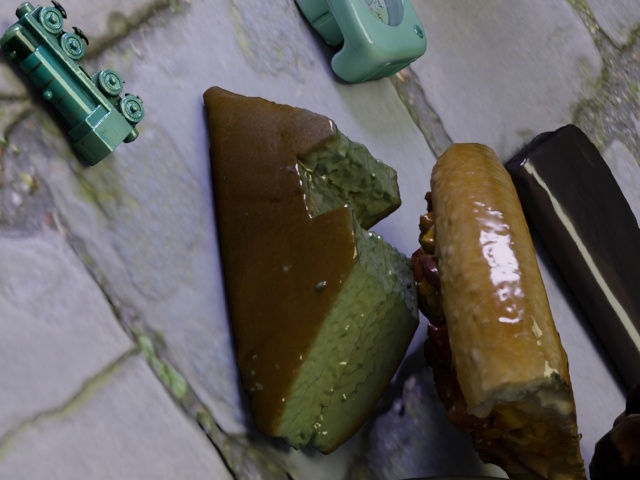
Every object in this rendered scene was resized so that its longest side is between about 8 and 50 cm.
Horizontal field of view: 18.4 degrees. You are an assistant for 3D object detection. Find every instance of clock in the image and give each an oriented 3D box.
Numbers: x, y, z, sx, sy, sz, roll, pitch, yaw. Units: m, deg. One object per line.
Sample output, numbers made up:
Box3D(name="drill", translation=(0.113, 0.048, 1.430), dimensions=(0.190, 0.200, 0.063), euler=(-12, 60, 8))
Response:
Box3D(name="clock", translation=(0.016, -0.175, 1.357), dimensions=(0.135, 0.041, 0.101), euler=(62, 28, 7))

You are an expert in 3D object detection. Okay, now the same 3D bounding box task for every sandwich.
Box3D(name="sandwich", translation=(0.000, 0.000, 1.103), dimensions=(0.090, 0.088, 0.244), euler=(33, 37, -47))

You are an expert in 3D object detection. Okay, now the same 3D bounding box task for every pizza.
Box3D(name="pizza", translation=(0.102, 0.064, 1.161), dimensions=(0.289, 0.081, 0.229), euler=(-97, 169, -62))

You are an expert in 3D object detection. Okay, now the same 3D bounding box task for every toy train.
Box3D(name="toy train", translation=(-0.132, -0.083, 1.032), dimensions=(0.092, 0.029, 0.045), euler=(49, 45, -12))

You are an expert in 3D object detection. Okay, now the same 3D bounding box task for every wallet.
Box3D(name="wallet", translation=(0.247, 0.052, 1.522), dimensions=(0.309, 0.042, 0.165), euler=(59, 29, -1))

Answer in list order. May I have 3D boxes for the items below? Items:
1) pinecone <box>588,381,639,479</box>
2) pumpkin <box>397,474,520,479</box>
Box3D(name="pinecone", translation=(0.251, 0.173, 1.275), dimensions=(0.204, 0.179, 0.184), euler=(-7, 46, -43))
Box3D(name="pumpkin", translation=(0.121, 0.214, 1.088), dimensions=(0.217, 0.110, 0.217), euler=(48, 26, -32))
